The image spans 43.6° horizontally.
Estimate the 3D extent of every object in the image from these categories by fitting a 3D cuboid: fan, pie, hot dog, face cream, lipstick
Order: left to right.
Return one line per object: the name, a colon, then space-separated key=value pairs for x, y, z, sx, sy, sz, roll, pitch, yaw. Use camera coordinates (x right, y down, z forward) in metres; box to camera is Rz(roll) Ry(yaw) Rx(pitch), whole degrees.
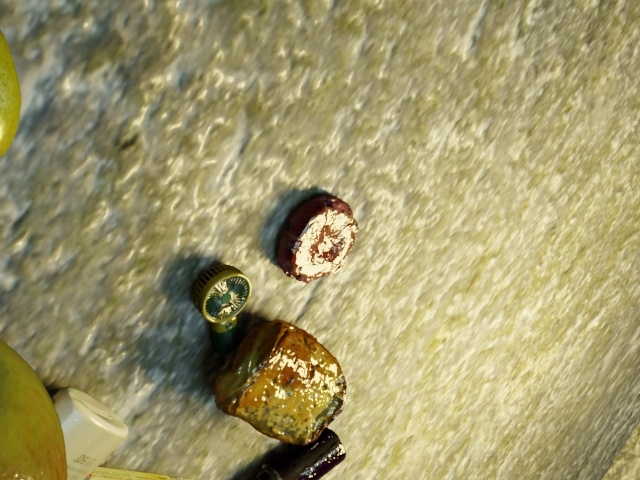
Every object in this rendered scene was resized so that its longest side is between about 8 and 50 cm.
face cream: x=-0.410 y=0.340 z=1.017 sx=0.348 sy=0.081 sz=0.173 roll=-44 pitch=156 yaw=-11
fan: x=-0.142 y=0.102 z=1.145 sx=0.082 sy=0.039 sz=0.155 roll=-24 pitch=133 yaw=-31
lipstick: x=-0.086 y=0.431 z=1.397 sx=0.300 sy=0.081 sz=0.081 roll=-29 pitch=134 yaw=-26
hot dog: x=-0.070 y=0.214 z=1.239 sx=0.175 sy=0.114 sz=0.259 roll=-47 pitch=137 yaw=-1
pie: x=0.000 y=0.000 z=1.207 sx=0.154 sy=0.038 sz=0.153 roll=-26 pitch=134 yaw=-31

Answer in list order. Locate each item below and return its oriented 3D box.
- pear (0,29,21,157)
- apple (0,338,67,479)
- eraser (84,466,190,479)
pear: x=-0.355 y=-0.128 z=0.672 sx=0.198 sy=0.198 sz=0.198 roll=-24 pitch=132 yaw=-30
apple: x=-0.404 y=0.241 z=0.772 sx=0.338 sy=0.338 sz=0.305 roll=8 pitch=114 yaw=-46
eraser: x=-0.306 y=0.424 z=1.215 sx=0.230 sy=0.038 sz=0.157 roll=29 pitch=97 yaw=-49
